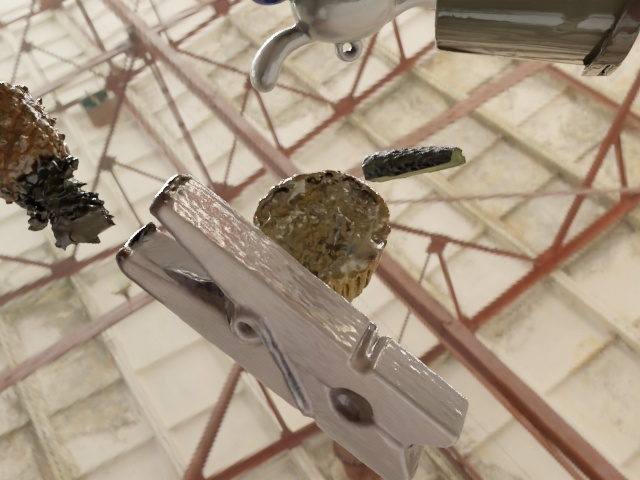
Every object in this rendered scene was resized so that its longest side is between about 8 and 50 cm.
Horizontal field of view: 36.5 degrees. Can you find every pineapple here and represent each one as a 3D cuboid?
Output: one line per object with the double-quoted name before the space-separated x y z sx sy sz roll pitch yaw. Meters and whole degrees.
"pineapple" -0.398 -0.091 1.373 0.158 0.158 0.279 -40 -103 -20

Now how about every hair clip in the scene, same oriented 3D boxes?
"hair clip" -0.023 0.078 0.848 0.101 0.331 0.085 -51 -177 29

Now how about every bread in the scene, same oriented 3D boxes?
"bread" 0.000 0.000 1.775 0.274 0.149 0.274 -5 -127 7

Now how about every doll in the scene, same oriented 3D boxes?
"doll" 0.001 -0.481 1.671 0.376 0.366 0.187 -36 -148 -24

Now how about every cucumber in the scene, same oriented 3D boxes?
"cucumber" 0.185 -0.162 1.925 0.211 0.062 0.078 -11 175 39

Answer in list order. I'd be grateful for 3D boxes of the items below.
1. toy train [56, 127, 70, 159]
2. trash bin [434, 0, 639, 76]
"toy train" -0.502 -0.182 1.796 0.053 0.083 0.033 -17 -153 0
"trash bin" 0.269 -0.321 1.189 0.250 0.220 0.219 5 -90 7
